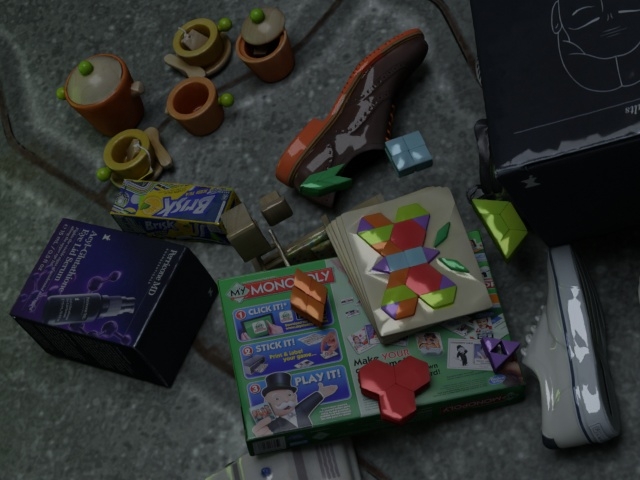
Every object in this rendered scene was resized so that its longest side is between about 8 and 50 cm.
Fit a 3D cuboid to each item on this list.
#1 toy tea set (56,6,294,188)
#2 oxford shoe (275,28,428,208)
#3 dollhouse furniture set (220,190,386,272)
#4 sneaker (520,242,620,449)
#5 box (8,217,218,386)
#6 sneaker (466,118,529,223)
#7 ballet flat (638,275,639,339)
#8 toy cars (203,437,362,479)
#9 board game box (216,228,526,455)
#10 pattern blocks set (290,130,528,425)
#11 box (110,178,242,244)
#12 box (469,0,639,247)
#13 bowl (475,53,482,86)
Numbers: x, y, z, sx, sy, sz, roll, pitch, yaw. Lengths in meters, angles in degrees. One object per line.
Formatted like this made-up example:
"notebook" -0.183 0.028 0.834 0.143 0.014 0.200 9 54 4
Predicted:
"toy tea set" -0.202 -0.231 2.140 0.336 0.124 0.200 -36 52 -3
"oxford shoe" 0.063 -0.155 2.014 0.098 0.097 0.271 37 81 16
"dollhouse furniture set" 0.000 0.000 1.878 0.182 0.161 0.101 -29 52 3
"sneaker" 0.265 0.112 1.736 0.091 0.094 0.258 -18 48 21
"box" -0.258 0.076 1.970 0.207 0.108 0.153 11 62 29
"sneaker" 0.276 -0.139 1.891 0.153 0.101 0.269 19 70 29
"ballet flat" 0.399 0.022 1.757 0.077 0.077 0.231 -8 56 38
"toy cars" 0.034 0.295 1.713 0.393 0.087 0.176 15 65 30
"board game box" 0.054 0.113 1.792 0.317 0.046 0.214 -11 57 -3
"pattern blocks set" 0.102 0.027 1.791 0.285 0.026 0.325 -28 63 -13
"box" -0.186 -0.038 2.049 0.168 0.054 0.059 6 61 25
"box" 0.334 -0.235 1.726 0.293 0.212 0.396 -14 62 19
"bowl" 0.269 -0.260 1.991 0.170 0.080 0.170 -11 55 17
